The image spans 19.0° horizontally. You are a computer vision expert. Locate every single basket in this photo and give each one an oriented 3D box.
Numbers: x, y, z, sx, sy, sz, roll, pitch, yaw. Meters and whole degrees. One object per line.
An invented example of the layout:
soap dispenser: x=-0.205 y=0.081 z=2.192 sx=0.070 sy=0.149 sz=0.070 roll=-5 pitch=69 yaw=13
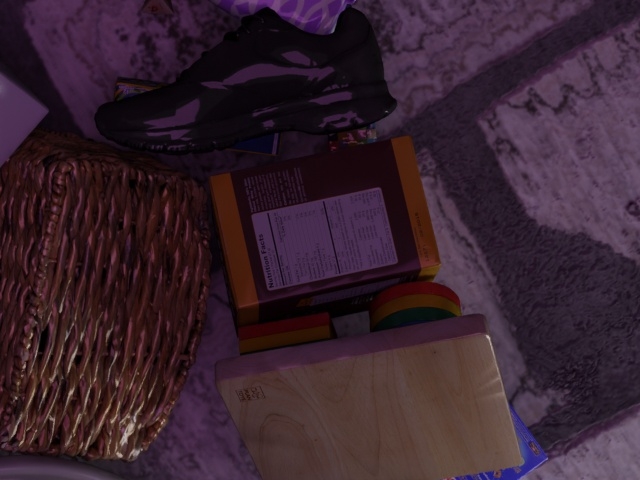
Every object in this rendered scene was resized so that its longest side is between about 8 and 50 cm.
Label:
basket: x=-0.251 y=0.047 z=1.884 sx=0.213 sy=0.223 sz=0.299 roll=8 pitch=97 yaw=-40

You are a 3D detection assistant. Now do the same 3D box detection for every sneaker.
sneaker: x=-0.076 y=-0.152 z=1.815 sx=0.286 sy=0.109 sz=0.130 roll=-10 pitch=95 yaw=-9

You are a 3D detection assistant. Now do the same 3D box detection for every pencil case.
pencil case: x=-0.065 y=-0.258 z=1.866 sx=0.206 sy=0.086 sz=0.088 roll=29 pitch=130 yaw=-9

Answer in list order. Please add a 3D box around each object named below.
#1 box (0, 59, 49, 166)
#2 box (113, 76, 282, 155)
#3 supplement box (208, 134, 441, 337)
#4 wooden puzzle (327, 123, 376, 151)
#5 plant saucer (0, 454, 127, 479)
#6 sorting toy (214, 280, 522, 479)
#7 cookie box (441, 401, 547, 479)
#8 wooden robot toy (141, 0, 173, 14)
box: x=-0.363 y=-0.135 z=1.805 sx=0.130 sy=0.170 sz=0.091 roll=-48 pitch=141 yaw=2
box: x=-0.122 y=-0.123 z=1.892 sx=0.169 sy=0.059 sz=0.054 roll=7 pitch=100 yaw=-6
supplement box: x=0.000 y=0.000 z=1.839 sx=0.194 sy=0.191 sz=0.129 roll=-12 pitch=79 yaw=-4
wooden puzzle: x=0.033 y=-0.097 z=1.937 sx=0.049 sy=0.006 sz=0.083 roll=-5 pitch=97 yaw=-5
plant saucer: x=-0.300 y=0.394 z=1.814 sx=0.400 sy=0.100 sz=0.400 roll=-9 pitch=120 yaw=-16
sorting toy: x=0.049 y=0.142 z=1.850 sx=0.255 sy=0.257 sz=0.089 roll=-11 pitch=54 yaw=7
cookie box: x=0.163 y=0.217 z=1.970 sx=0.107 sy=0.040 sz=0.092 roll=-36 pitch=98 yaw=-1
wooden robot toy: x=-0.218 y=-0.275 z=1.863 sx=0.079 sy=0.076 sz=0.173 roll=-33 pitch=99 yaw=10
